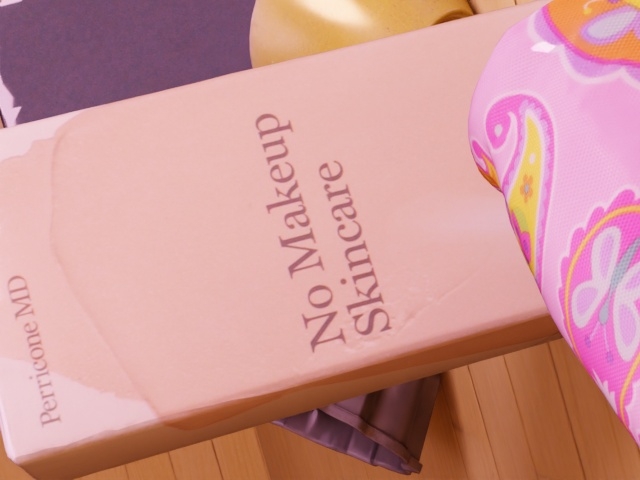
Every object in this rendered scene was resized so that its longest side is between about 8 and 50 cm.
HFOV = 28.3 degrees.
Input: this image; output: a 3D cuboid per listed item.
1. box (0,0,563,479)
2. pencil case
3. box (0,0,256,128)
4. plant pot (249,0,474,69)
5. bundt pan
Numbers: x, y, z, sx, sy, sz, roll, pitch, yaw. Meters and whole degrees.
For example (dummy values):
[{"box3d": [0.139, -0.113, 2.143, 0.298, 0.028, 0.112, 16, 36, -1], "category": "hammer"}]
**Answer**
[{"box3d": [0.000, 0.000, 0.587, 0.121, 0.311, 0.148, 114, 138, -74], "category": "box"}, {"box3d": [0.150, 0.033, 0.393, 0.124, 0.124, 0.284, 85, 163, -47], "category": "pencil case"}, {"box3d": [-0.130, -0.136, 1.119, 0.395, 0.294, 0.212, 161, 92, -80], "category": "box"}, {"box3d": [0.038, -0.124, 0.767, 0.095, 0.134, 0.134, 33, 146, 34], "category": "plant pot"}, {"box3d": [-0.042, 0.076, 1.091, 0.124, 0.331, 0.331, -65, 3, -12], "category": "bundt pan"}]
